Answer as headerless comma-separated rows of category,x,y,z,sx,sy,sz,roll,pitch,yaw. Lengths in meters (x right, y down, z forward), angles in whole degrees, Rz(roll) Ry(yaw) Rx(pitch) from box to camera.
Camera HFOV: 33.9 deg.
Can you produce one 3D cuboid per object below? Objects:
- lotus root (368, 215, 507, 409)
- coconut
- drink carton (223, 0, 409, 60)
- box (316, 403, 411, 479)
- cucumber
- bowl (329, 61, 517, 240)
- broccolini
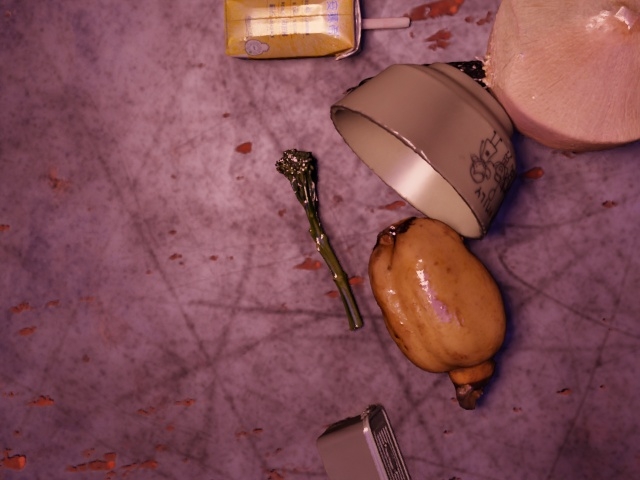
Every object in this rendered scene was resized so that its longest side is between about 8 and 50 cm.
lotus root,0.133,0.075,1.129,0.118,0.125,0.220,-32,94,-33
coconut,0.270,-0.194,1.037,0.224,0.234,0.224,0,89,11
drink carton,-0.004,-0.238,1.157,0.200,0.074,0.084,-2,92,10
box,0.049,0.251,1.167,0.069,0.084,0.122,-20,88,16
cucumber,0.107,-0.174,1.163,0.163,0.043,0.039,-4,134,11
bowl,0.122,-0.106,1.088,0.211,0.211,0.112,42,84,5
broccolini,0.000,0.000,1.184,0.044,0.042,0.218,-17,92,9
